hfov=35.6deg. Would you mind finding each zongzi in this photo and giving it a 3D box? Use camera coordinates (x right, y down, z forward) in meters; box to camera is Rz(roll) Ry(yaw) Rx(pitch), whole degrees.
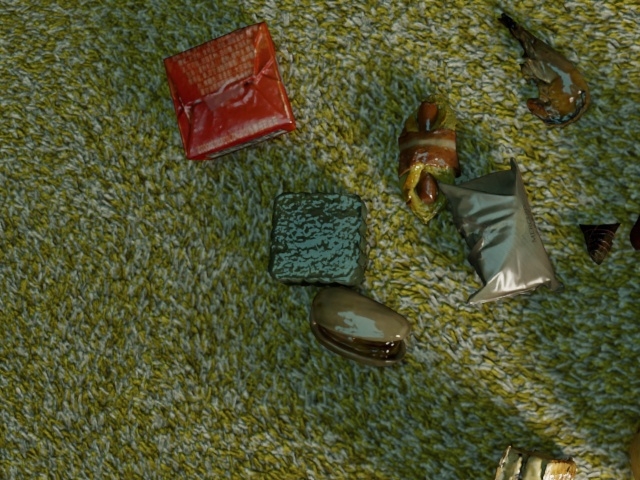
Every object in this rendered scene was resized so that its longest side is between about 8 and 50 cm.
[{"bbox_3d":[0.523,-0.008,1.842,0.073,0.067,0.083,-20,58,18],"label":"zongzi"}]

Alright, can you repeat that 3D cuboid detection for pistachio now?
[{"bbox_3d":[0.073,0.162,1.906,0.206,0.130,0.131,20,41,14],"label":"pistachio"}]

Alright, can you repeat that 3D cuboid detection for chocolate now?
[{"bbox_3d":[-0.182,-0.297,2.060,0.237,0.108,0.235,-19,75,10],"label":"chocolate"}]

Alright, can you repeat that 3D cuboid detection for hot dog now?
[{"bbox_3d":[0.208,-0.164,1.934,0.123,0.093,0.262,-6,79,14],"label":"hot dog"}]

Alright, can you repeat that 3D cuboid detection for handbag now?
[{"bbox_3d":[0.326,-0.010,1.862,0.182,0.117,0.271,-16,77,-3],"label":"handbag"}]

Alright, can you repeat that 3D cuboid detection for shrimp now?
[{"bbox_3d":[0.409,-0.332,1.924,0.117,0.066,0.262,-44,71,4],"label":"shrimp"}]

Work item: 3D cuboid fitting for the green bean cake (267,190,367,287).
[{"bbox_3d":[0.000,0.000,1.958,0.185,0.094,0.183,0,78,18],"label":"green bean cake"}]

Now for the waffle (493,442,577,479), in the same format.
[{"bbox_3d":[0.346,0.455,1.675,0.091,0.308,0.213,18,86,24],"label":"waffle"}]

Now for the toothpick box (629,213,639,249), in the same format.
[{"bbox_3d":[0.660,0.052,1.727,0.192,0.192,0.294,-18,81,12],"label":"toothpick box"}]

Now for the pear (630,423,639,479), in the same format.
[{"bbox_3d":[0.661,0.372,1.610,0.309,0.309,0.309,-3,79,15],"label":"pear"}]
